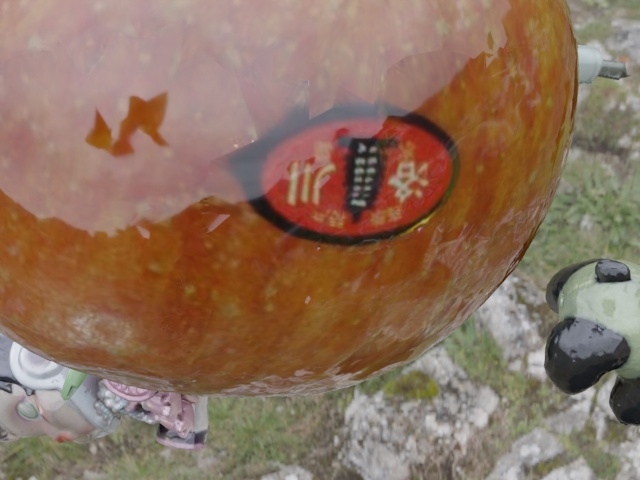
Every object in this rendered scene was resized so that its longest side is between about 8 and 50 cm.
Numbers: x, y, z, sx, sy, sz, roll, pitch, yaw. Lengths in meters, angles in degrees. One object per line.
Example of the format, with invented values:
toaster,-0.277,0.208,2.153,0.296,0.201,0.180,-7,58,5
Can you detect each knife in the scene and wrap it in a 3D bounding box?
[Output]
knife,-0.218,0.086,1.072,0.030,0.207,0.014,23,19,-23

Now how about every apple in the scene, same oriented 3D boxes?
apple,-0.033,-0.075,0.472,0.309,0.250,0.277,-1,46,-46

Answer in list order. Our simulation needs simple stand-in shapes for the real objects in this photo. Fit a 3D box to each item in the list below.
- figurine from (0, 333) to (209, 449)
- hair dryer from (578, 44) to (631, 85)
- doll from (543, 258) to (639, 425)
figurine,-0.324,0.183,1.450,0.361,0.253,0.211,-1,43,14
hair dryer,0.273,-0.219,1.306,0.357,0.107,0.173,-2,63,-30
doll,0.335,0.103,1.083,0.234,0.135,0.144,30,48,-25
